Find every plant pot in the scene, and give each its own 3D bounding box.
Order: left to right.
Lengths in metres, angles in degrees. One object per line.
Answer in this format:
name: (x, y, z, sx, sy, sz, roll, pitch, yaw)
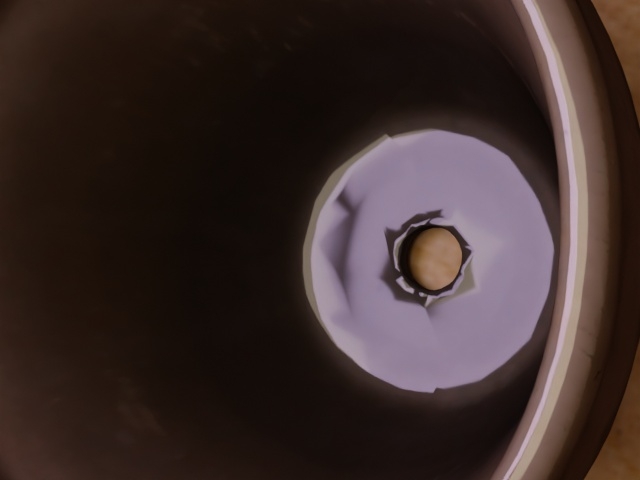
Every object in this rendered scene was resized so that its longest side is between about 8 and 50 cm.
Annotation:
plant pot: (0.000, 0.000, 0.530, 0.263, 0.229, 0.263, -1, 88, 24)
